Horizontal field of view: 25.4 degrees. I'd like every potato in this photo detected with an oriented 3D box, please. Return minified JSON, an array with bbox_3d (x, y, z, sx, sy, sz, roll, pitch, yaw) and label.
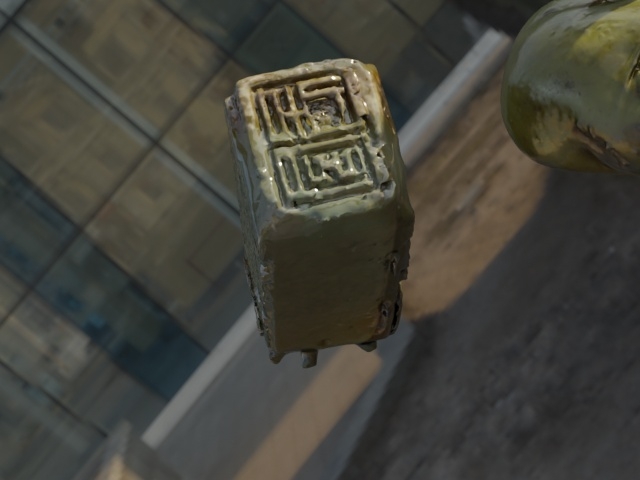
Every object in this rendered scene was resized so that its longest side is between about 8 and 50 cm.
[{"bbox_3d":[0.229,-0.113,1.026,0.200,0.154,0.137,11,98,44],"label":"potato"}]

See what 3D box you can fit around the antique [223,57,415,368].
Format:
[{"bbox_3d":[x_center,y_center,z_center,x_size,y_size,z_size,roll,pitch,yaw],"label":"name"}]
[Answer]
[{"bbox_3d":[0.000,0.000,1.172,0.284,0.125,0.150,88,170,-56],"label":"antique"}]
